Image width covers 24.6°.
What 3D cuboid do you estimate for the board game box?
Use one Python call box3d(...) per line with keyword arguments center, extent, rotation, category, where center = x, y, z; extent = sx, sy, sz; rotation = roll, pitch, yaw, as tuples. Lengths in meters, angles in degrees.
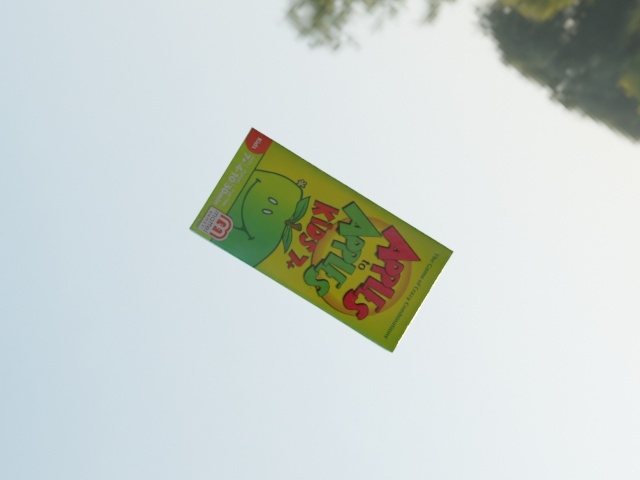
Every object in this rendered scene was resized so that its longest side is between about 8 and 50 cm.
box3d(center=(0.000, 0.000, 1.128), extent=(0.181, 0.092, 0.043), rotation=(32, 176, -3), category="board game box")
